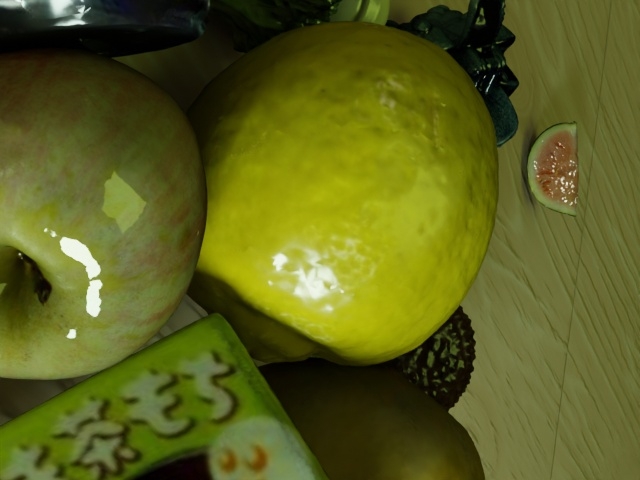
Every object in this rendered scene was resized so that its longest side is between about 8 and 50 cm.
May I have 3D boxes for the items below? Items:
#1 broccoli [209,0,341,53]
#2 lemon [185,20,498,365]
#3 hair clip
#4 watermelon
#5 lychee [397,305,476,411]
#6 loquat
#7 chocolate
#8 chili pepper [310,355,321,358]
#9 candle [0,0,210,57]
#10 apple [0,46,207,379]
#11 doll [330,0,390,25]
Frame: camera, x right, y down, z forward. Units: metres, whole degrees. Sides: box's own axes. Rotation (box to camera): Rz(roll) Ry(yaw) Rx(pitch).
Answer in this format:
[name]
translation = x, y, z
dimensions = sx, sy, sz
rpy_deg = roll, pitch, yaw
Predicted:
[broccoli]
translation = -0.092, -0.300, 1.082
dimensions = 0.246, 0.248, 0.288
rpy_deg = -9, 116, -18
[lemon]
translation = 0.011, -0.044, 1.060
dimensions = 0.348, 0.348, 0.347
rpy_deg = -11, 103, -55
[hair clip]
translation = 0.134, -0.208, 1.368
dimensions = 0.310, 0.206, 0.194
rpy_deg = -23, 109, -51
[watermelon]
translation = 0.394, -0.125, 1.889
dimensions = 0.069, 0.087, 0.163
rpy_deg = -74, 162, -77
[lychee]
translation = 0.103, 0.143, 1.389
dimensions = 0.238, 0.200, 0.200
rpy_deg = 64, 42, -63
[loquat]
translation = 0.002, 0.288, 1.143
dimensions = 0.328, 0.328, 0.359
rpy_deg = 32, 74, -53
[chocolate]
translation = -0.133, 0.235, 0.888
dimensions = 0.301, 0.288, 0.137
rpy_deg = -28, 163, -25
[chili pepper]
translation = -0.022, 0.119, 1.332
dimensions = 0.208, 0.043, 0.049
rpy_deg = 50, 42, -47
[candle]
translation = -0.194, -0.319, 0.874
dimensions = 0.221, 0.221, 0.342
rpy_deg = -5, 95, -55
[apple]
translation = -0.214, -0.028, 0.863
dimensions = 0.234, 0.257, 0.256
rpy_deg = -92, 163, -55
[doll]
translation = 0.023, -0.329, 1.225
dimensions = 0.117, 0.141, 0.296
rpy_deg = 30, 54, -48
